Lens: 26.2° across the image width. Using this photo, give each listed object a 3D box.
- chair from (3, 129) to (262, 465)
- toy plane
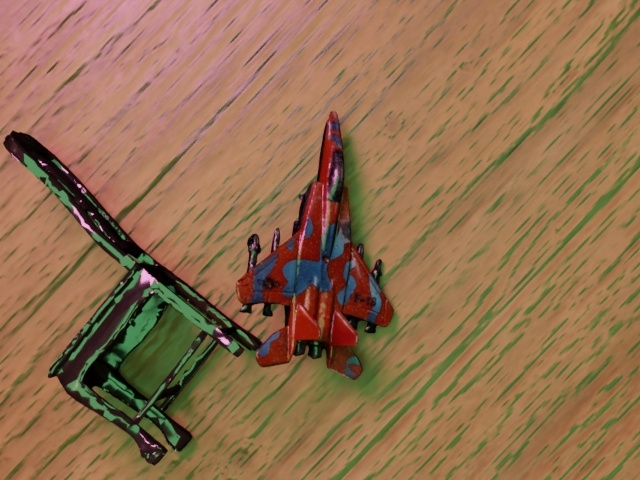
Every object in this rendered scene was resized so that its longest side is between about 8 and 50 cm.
[{"bbox_3d":[-0.159,0.039,0.974,0.229,0.106,0.113,39,90,6],"label":"chair"},{"bbox_3d":[-0.002,0.001,0.981,0.130,0.061,0.189,11,70,-28],"label":"toy plane"}]
